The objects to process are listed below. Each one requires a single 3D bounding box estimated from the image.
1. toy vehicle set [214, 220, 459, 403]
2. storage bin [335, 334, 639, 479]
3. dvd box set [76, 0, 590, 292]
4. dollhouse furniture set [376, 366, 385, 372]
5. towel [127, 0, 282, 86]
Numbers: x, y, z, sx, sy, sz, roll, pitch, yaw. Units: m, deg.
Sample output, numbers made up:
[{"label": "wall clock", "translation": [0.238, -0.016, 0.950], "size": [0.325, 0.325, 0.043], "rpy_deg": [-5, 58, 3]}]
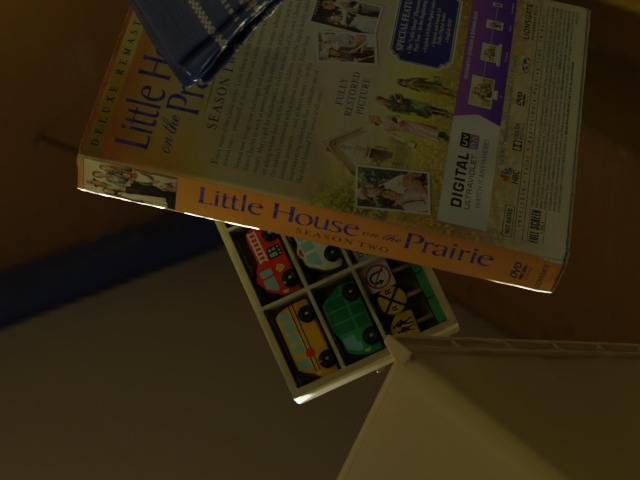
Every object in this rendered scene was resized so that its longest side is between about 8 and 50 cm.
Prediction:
[{"label": "toy vehicle set", "translation": [0.000, 0.000, 1.305], "size": [0.166, 0.035, 0.267], "rpy_deg": [-26, -108, 1]}, {"label": "storage bin", "translation": [0.165, 0.156, 0.557], "size": [0.260, 0.123, 0.262], "rpy_deg": [7, -158, -46]}, {"label": "dvd box set", "translation": [0.024, -0.131, 1.247], "size": [0.420, 0.062, 0.307], "rpy_deg": [12, -126, -1]}, {"label": "dollhouse furniture set", "translation": [0.102, 0.166, 1.475], "size": [0.101, 0.182, 0.161], "rpy_deg": [-9, -136, -41]}, {"label": "towel", "translation": [-0.029, -0.296, 1.065], "size": [0.336, 0.040, 0.243], "rpy_deg": [-42, -128, 9]}]
